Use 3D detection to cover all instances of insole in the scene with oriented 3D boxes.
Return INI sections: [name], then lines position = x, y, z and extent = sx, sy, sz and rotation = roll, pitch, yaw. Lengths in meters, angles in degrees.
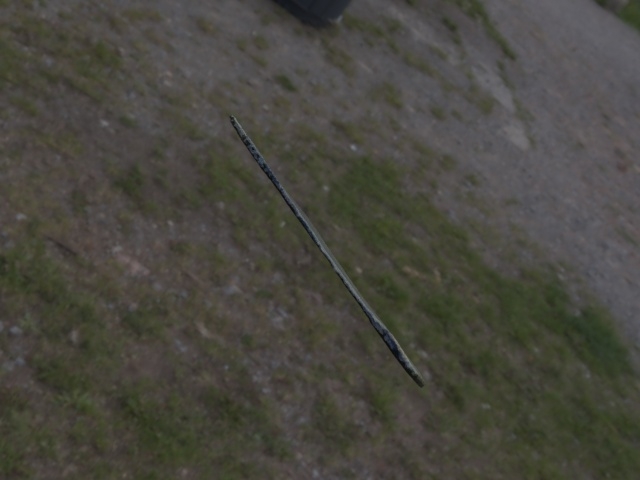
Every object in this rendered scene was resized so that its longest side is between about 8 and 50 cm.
[insole]
position = 0.000, 0.000, 0.877
extent = 0.348, 0.009, 0.119
rotation = 55, 2, 34
